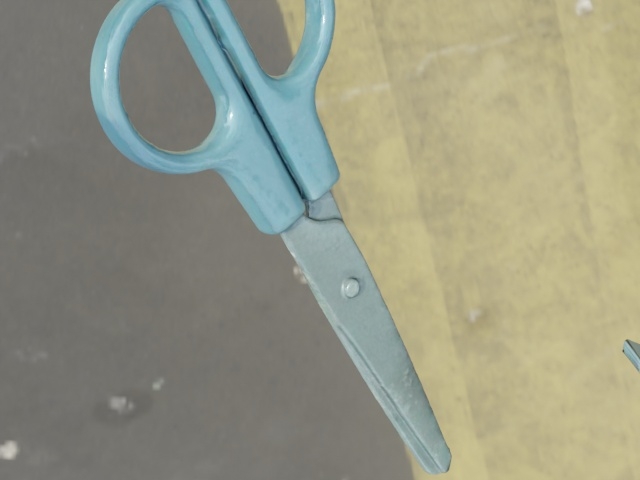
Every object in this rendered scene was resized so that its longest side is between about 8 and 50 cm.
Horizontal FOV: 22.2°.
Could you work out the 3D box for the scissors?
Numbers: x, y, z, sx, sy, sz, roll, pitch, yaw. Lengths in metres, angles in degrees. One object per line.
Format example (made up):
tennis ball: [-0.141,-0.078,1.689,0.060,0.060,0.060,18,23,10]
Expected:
scissors: [0.000,0.000,1.118,0.192,0.029,0.447,-43,122,-26]

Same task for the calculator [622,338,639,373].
calculator: [0.331,0.126,1.375,0.172,0.057,0.018,23,106,-22]
